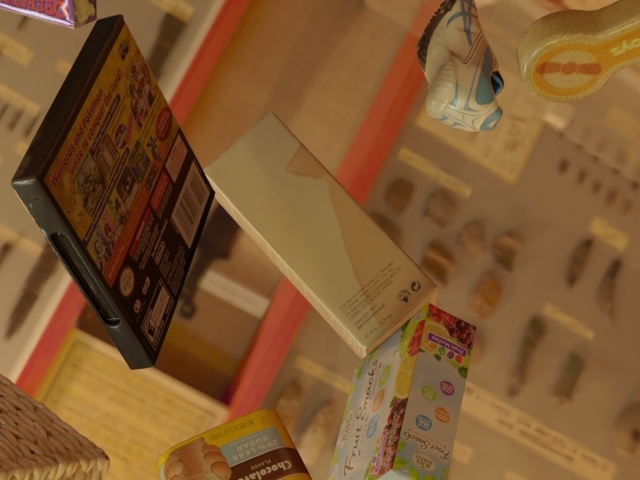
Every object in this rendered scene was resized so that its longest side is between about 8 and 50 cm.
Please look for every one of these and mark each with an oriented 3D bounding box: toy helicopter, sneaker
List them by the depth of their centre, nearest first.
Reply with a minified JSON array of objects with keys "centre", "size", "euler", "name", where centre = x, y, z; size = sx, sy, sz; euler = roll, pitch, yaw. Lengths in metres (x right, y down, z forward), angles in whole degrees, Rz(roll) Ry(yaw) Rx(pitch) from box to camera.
[{"centre":[0.338,-0.194,1.038],"size":[0.355,0.140,0.235],"euler":[-20,139,21],"name":"toy helicopter"},{"centre":[0.160,-0.202,1.403],"size":[0.086,0.237,0.085],"euler":[24,130,-17],"name":"sneaker"}]

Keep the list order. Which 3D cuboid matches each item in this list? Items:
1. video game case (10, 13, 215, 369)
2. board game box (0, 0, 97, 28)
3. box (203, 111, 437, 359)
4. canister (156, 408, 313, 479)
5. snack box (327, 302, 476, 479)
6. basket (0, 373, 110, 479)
[{"centre":[-0.198,-0.052,1.272],"size":[0.035,0.275,0.248],"euler":[-10,129,20],"name":"video game case"},{"centre":[-0.406,-0.379,1.427],"size":[0.346,0.208,0.056],"euler":[19,-151,24],"name":"board game box"},{"centre":[0.000,0.000,1.595],"size":[0.311,0.121,0.148],"euler":[48,174,12],"name":"box"},{"centre":[-0.054,0.236,1.045],"size":[0.073,0.126,0.170],"euler":[81,162,-50],"name":"canister"},{"centre":[0.082,0.198,1.356],"size":[0.070,0.207,0.174],"euler":[27,144,-12],"name":"snack box"},{"centre":[-0.465,0.325,1.462],"size":[0.331,0.328,0.266],"euler":[27,-165,34],"name":"basket"}]
